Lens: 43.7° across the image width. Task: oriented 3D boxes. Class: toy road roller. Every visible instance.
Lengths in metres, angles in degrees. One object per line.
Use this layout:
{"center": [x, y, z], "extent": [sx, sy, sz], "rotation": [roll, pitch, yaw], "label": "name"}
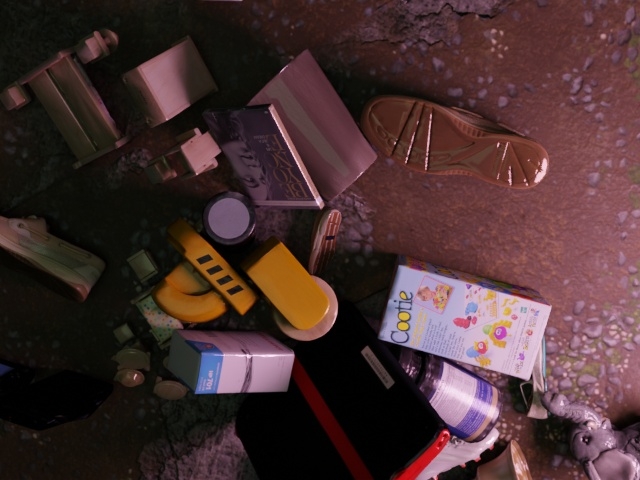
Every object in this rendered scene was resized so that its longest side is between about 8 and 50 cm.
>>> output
{"center": [-0.151, 0.088, 1.436], "extent": [0.240, 0.202, 0.329], "rotation": [-44, 89, -7], "label": "toy road roller"}

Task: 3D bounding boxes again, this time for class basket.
{"center": [-0.019, -0.192, 1.443], "extent": [0.204, 0.154, 0.227], "rotation": [-40, 97, 24], "label": "basket"}

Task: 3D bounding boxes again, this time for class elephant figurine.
{"center": [0.535, 0.386, 1.475], "extent": [0.239, 0.169, 0.186], "rotation": [-4, 61, 11], "label": "elephant figurine"}

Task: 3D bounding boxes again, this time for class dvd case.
{"center": [-0.103, -0.144, 1.427], "extent": [0.164, 0.018, 0.221], "rotation": [3, 134, 39], "label": "dvd case"}

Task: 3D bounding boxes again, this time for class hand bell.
{"center": [0.276, 0.477, 1.535], "extent": [0.242, 0.126, 0.126], "rotation": [-21, 95, 19], "label": "hand bell"}

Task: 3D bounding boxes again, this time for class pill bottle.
{"center": [0.215, 0.275, 1.471], "extent": [0.219, 0.123, 0.123], "rotation": [29, 99, -12], "label": "pill bottle"}

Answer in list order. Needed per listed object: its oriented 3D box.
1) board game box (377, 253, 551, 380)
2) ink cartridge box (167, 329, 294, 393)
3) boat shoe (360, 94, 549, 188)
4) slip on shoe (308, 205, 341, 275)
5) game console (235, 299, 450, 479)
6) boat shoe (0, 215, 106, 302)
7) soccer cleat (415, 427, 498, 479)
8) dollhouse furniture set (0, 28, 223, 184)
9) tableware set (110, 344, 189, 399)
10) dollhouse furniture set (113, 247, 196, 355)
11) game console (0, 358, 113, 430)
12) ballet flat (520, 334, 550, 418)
{"center": [0.256, 0.135, 1.461], "extent": [0.275, 0.142, 0.144], "rotation": [15, 99, 3], "label": "board game box"}
{"center": [-0.166, 0.221, 1.470], "extent": [0.190, 0.139, 0.082], "rotation": [7, 98, -32], "label": "ink cartridge box"}
{"center": [0.236, -0.179, 1.441], "extent": [0.341, 0.110, 0.122], "rotation": [19, 110, -1], "label": "boat shoe"}
{"center": [0.000, 0.000, 1.520], "extent": [0.041, 0.051, 0.135], "rotation": [28, 111, 41], "label": "slip on shoe"}
{"center": [0.019, 0.332, 1.421], "extent": [0.342, 0.386, 0.060], "rotation": [-46, 131, 6], "label": "game console"}
{"center": [-0.564, 0.006, 1.547], "extent": [0.302, 0.109, 0.098], "rotation": [29, 59, 1], "label": "boat shoe"}
{"center": [0.248, 0.401, 1.536], "extent": [0.196, 0.068, 0.076], "rotation": [-31, 91, 11], "label": "soccer cleat"}
{"center": [-0.379, -0.237, 1.524], "extent": [0.355, 0.174, 0.303], "rotation": [-16, 110, 36], "label": "dollhouse furniture set"}
{"center": [-0.324, 0.255, 1.541], "extent": [0.168, 0.020, 0.141], "rotation": [16, 134, -14], "label": "tableware set"}
{"center": [-0.362, 0.137, 1.536], "extent": [0.161, 0.101, 0.182], "rotation": [-32, 93, 8], "label": "dollhouse furniture set"}
{"center": [-0.595, 0.274, 1.529], "extent": [0.361, 0.213, 0.044], "rotation": [13, 99, 15], "label": "game console"}
{"center": [0.403, 0.259, 1.509], "extent": [0.052, 0.057, 0.168], "rotation": [-4, 97, 15], "label": "ballet flat"}
